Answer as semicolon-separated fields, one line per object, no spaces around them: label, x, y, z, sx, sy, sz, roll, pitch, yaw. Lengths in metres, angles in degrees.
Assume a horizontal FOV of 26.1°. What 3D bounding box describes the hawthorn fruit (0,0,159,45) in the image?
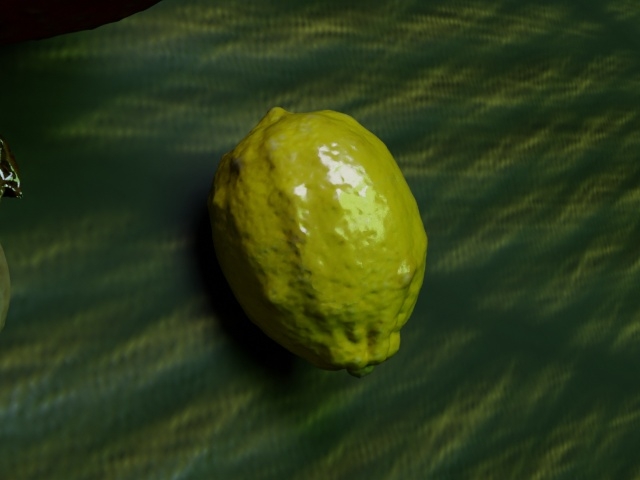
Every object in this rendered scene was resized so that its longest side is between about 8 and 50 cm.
hawthorn fruit;-0.107;-0.222;0.584;0.254;0.300;0.254;29;51;-42

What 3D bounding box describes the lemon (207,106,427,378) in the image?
lemon;0.000;0.000;0.753;0.114;0.114;0.155;-19;85;-56

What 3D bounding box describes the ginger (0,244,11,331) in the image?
ginger;-0.173;0.048;0.533;0.095;0.069;0.190;69;22;-44

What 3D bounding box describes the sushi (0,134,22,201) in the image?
sushi;-0.180;-0.053;0.594;0.118;0.060;0.061;26;55;-41
